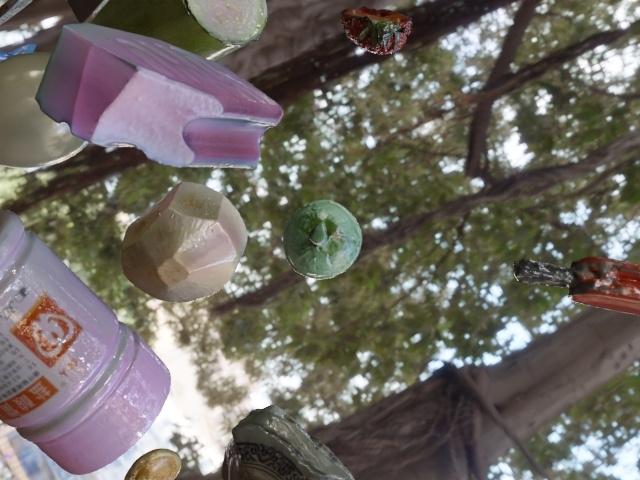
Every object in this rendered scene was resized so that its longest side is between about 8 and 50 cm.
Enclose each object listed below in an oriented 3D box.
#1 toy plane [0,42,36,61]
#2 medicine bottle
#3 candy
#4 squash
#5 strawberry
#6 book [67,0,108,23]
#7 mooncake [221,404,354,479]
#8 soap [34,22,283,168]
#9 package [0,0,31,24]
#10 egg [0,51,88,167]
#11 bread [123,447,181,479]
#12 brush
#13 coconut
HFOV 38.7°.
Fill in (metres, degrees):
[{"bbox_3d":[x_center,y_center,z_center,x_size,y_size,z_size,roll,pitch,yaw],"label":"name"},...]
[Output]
[{"bbox_3d":[-0.778,-0.407,2.043,0.105,0.271,0.254,133,-46,-61],"label":"toy plane"},{"bbox_3d":[-0.367,0.137,1.186,0.316,0.202,0.202,50,-17,-26],"label":"medicine bottle"},{"bbox_3d":[0.000,0.000,1.186,0.119,0.119,0.440,63,1,0],"label":"candy"},{"bbox_3d":[-0.341,-0.521,2.149,0.384,0.263,0.263,-14,-78,43],"label":"squash"},{"bbox_3d":[0.108,-0.428,1.867,0.192,0.140,0.085,17,-62,31],"label":"strawberry"},{"bbox_3d":[-0.332,-0.384,1.187,0.127,0.014,0.182,-21,-79,52],"label":"book"},{"bbox_3d":[-0.072,0.436,1.666,0.250,0.136,0.254,39,-36,18],"label":"mooncake"},{"bbox_3d":[-0.205,-0.182,1.162,0.192,0.324,0.109,35,-73,18],"label":"soap"},{"bbox_3d":[-0.591,-0.420,1.699,0.030,0.239,0.154,50,1,-27],"label":"package"},{"bbox_3d":[-0.476,-0.212,1.497,0.186,0.241,0.186,45,-34,42],"label":"egg"},{"bbox_3d":[-0.275,0.385,1.488,0.024,0.110,0.110,37,-34,38],"label":"bread"},{"bbox_3d":[0.393,0.060,1.131,0.070,0.323,0.051,129,-29,-70],"label":"brush"},{"bbox_3d":[-0.251,0.014,1.683,0.197,0.237,0.237,52,-19,-21],"label":"coconut"}]
